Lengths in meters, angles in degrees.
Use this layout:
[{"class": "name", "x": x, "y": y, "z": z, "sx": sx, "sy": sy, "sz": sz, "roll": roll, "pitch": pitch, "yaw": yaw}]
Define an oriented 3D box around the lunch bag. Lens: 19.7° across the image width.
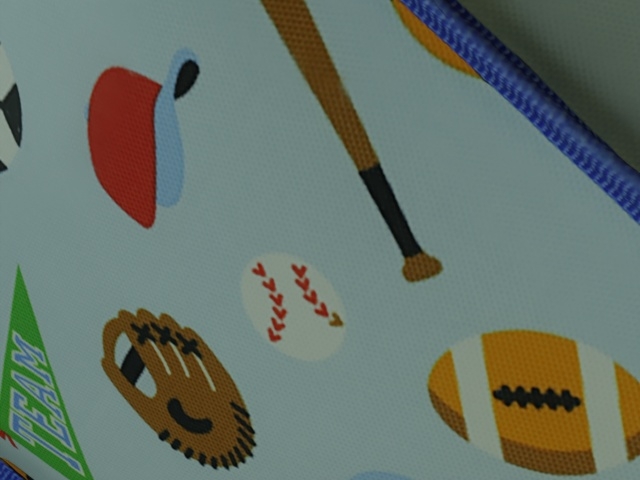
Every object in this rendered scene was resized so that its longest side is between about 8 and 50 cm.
[{"class": "lunch bag", "x": 0.084, "y": 0.030, "z": 0.544, "sx": 0.239, "sy": 0.385, "sz": 0.328, "roll": -41, "pitch": -7, "yaw": -36}]
